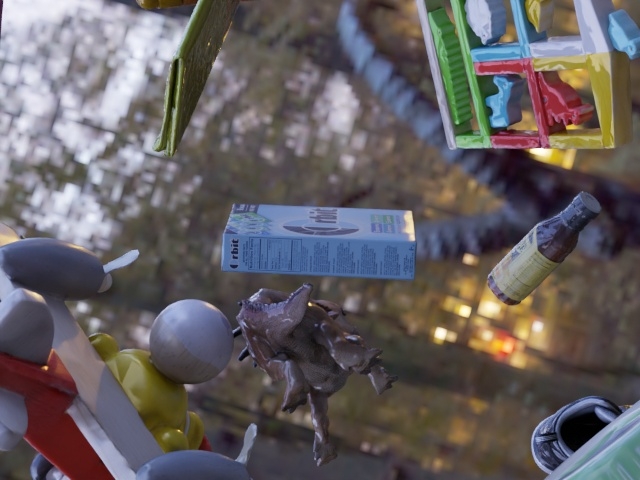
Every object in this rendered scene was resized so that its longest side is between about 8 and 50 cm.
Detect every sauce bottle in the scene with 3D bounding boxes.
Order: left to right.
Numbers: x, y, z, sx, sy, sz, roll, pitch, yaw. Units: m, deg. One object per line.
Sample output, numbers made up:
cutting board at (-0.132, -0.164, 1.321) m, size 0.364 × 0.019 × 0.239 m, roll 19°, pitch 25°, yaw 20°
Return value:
sauce bottle at (0.203, 0.006, 1.653) m, size 0.128 × 0.042 × 0.042 m, roll -48°, pitch 7°, yaw 30°

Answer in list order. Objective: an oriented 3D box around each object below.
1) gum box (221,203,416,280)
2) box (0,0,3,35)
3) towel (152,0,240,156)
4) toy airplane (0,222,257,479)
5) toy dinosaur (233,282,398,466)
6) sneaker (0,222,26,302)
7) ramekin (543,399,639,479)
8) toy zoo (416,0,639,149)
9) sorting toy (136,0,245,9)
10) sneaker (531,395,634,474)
gum box at (0.000, 0.000, 1.806) m, size 0.157 × 0.184 × 0.041 m, roll -86°, pitch -1°, yaw -78°
box at (-0.525, -0.303, 2.307) m, size 0.117 × 0.243 × 0.214 m, roll -33°, pitch -35°, yaw -46°
towel at (-0.088, -0.176, 1.429) m, size 0.237 × 0.021 × 0.102 m, roll -73°, pitch -5°, yaw -46°
toy airplane at (-0.216, 0.141, 1.827) m, size 0.272 × 0.386 × 0.384 m, roll -36°, pitch 8°, yaw -3°
toy dinosaur at (-0.030, 0.100, 1.917) m, size 0.127 × 0.200 × 0.296 m, roll -38°, pitch -30°, yaw -2°
sneaker at (-0.462, 0.050, 2.026) m, size 0.146 × 0.343 × 0.134 m, roll 109°, pitch 163°, yaw -46°
ramekin at (0.343, 0.248, 1.847) m, size 0.303 × 0.148 × 0.303 m, roll -38°, pitch -6°, yaw -5°
toy zoo at (0.213, -0.186, 1.843) m, size 0.030 × 0.293 × 0.192 m, roll -22°, pitch -74°, yaw -34°
sorting toy at (-0.188, -0.375, 1.819) m, size 0.126 × 0.366 × 0.127 m, roll -33°, pitch 14°, yaw -17°
sneaker at (0.389, 0.238, 2.234) m, size 0.153 × 0.268 × 0.101 m, roll 51°, pitch -148°, yaw -76°
